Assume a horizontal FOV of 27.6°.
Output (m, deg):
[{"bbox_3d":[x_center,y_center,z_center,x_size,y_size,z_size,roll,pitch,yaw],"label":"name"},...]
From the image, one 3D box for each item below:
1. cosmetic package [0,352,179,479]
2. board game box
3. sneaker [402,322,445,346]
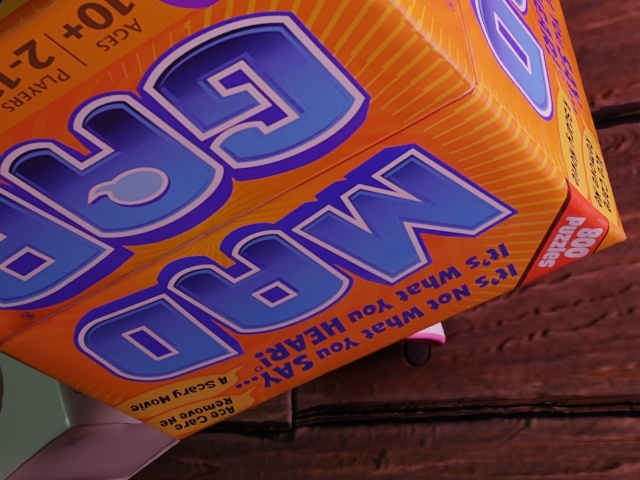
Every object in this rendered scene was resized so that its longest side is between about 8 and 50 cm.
[{"bbox_3d":[-0.237,0.060,1.159,0.129,0.153,0.296,-39,59,32],"label":"cosmetic package"},{"bbox_3d":[-0.078,-0.145,0.828,0.356,0.356,0.356,-27,49,26],"label":"board game box"},{"bbox_3d":[0.000,0.000,1.006,0.252,0.103,0.111,16,90,34],"label":"sneaker"}]
